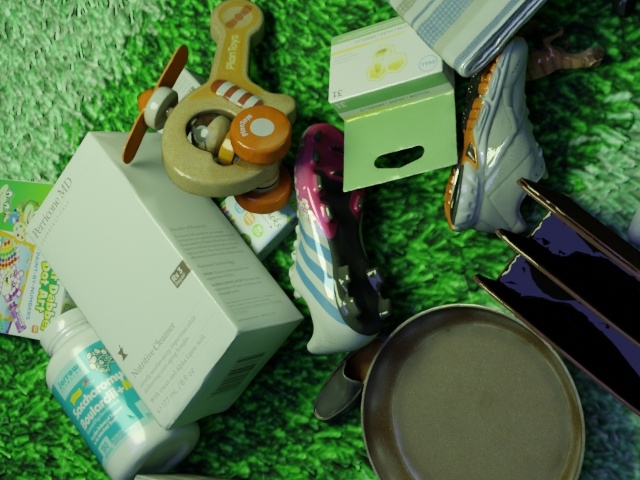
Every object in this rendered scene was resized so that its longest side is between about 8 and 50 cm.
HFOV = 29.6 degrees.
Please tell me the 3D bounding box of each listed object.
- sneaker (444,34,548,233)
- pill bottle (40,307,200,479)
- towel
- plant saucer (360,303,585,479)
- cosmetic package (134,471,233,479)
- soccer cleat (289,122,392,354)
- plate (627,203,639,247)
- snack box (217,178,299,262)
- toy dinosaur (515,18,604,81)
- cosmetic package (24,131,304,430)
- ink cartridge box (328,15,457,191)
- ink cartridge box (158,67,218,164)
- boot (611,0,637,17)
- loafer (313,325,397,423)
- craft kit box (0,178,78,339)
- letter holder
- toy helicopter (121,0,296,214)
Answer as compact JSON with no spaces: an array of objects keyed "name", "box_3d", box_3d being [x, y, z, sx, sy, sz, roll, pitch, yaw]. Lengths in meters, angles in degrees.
[{"name":"sneaker","box_3d":[0.245,-0.132,1.574,0.121,0.099,0.262,11,102,-7]},{"name":"pill bottle","box_3d":[-0.304,0.223,1.777,0.146,0.146,0.264,-47,67,14]},{"name":"towel","box_3d":[0.198,-0.348,1.592,0.209,0.034,0.285,-47,39,11]},{"name":"plant saucer","box_3d":[0.198,0.233,1.559,0.310,0.050,0.311,2,94,32]},{"name":"cosmetic package","box_3d":[-0.200,0.453,1.711,0.107,0.127,0.238,5,84,26]},{"name":"soccer cleat","box_3d":[0.000,0.000,1.663,0.143,0.116,0.331,-35,55,42]},{"name":"plate","box_3d":[0.542,-0.072,1.448,0.277,0.045,0.278,27,96,26]},{"name":"snack box","box_3d":[-0.090,-0.036,1.761,0.141,0.037,0.100,-44,69,16]},{"name":"toy dinosaur","box_3d":[0.263,-0.230,1.595,0.211,0.064,0.112,-19,77,24]},{"name":"cosmetic package","box_3d":[-0.229,0.046,1.733,0.385,0.156,0.217,48,119,21]},{"name":"ink cartridge box","box_3d":[0.096,-0.193,1.634,0.171,0.056,0.235,-13,54,24]},{"name":"ink cartridge box","box_3d":[-0.182,-0.175,1.812,0.099,0.056,0.135,-48,67,15]},{"name":"boot","box_3d":[0.366,-0.350,1.568,0.099,0.045,0.121,15,84,25]},{"name":"loafer","box_3d":[0.043,0.182,1.656,0.062,0.061,0.170,43,104,23]},{"name":"craft kit box","box_3d":[-0.486,0.027,1.943,0.246,0.061,0.250,6,87,24]},{"name":"letter holder","box_3d":[0.332,0.078,1.439,0.302,0.214,0.152,41,102,24]},{"name":"toy helicopter","box_3d":[-0.148,-0.208,1.712,0.235,0.140,0.355,3,54,1]}]
